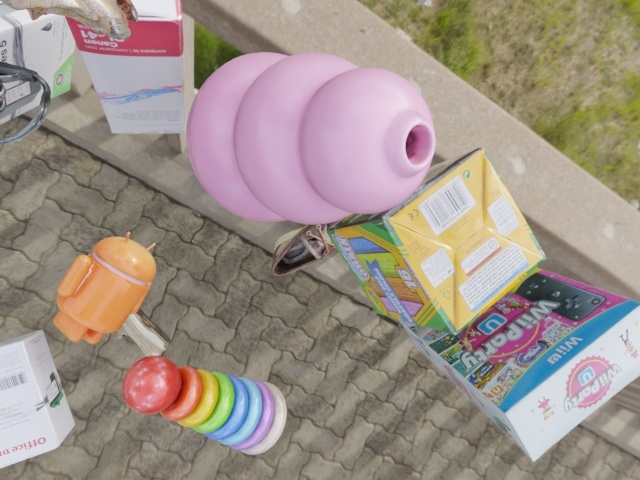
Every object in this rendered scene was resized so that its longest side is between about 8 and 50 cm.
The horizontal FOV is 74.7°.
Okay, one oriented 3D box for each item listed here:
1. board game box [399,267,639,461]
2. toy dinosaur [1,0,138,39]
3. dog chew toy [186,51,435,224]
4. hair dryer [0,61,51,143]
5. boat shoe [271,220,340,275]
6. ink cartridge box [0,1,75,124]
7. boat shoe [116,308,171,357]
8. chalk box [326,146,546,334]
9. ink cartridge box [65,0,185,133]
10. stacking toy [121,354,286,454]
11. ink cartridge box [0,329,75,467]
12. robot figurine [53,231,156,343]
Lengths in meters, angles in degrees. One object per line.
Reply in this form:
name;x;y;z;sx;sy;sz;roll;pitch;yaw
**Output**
board game box;0.288;0.143;0.646;0.224;0.303;0.098;-35;108;-5
toy dinosaur;-0.191;-0.187;0.155;0.127;0.296;0.201;-8;58;-4
dog chew toy;-0.015;-0.110;0.467;0.206;0.331;0.207;-10;107;-35
hair dryer;-0.404;-0.149;0.372;0.293;0.080;0.223;44;44;20
boat shoe;0.000;0.000;1.097;0.341;0.123;0.123;-27;115;28
ink cartridge box;-0.578;-0.330;0.747;0.114;0.198;0.273;31;41;-9
boat shoe;-0.419;0.185;0.918;0.072;0.068;0.190;-44;91;-9
chalk box;0.144;0.005;0.654;0.180;0.289;0.179;-35;97;-14
ink cartridge box;-0.269;-0.318;0.606;0.131;0.306;0.226;-6;80;-20
stacking toy;-0.208;0.294;0.756;0.330;0.141;0.141;41;77;-45
ink cartridge box;-0.607;0.310;0.818;0.160;0.092;0.220;-16;95;-9
robot figurine;-0.404;0.086;0.803;0.158;0.128;0.220;36;83;-28
